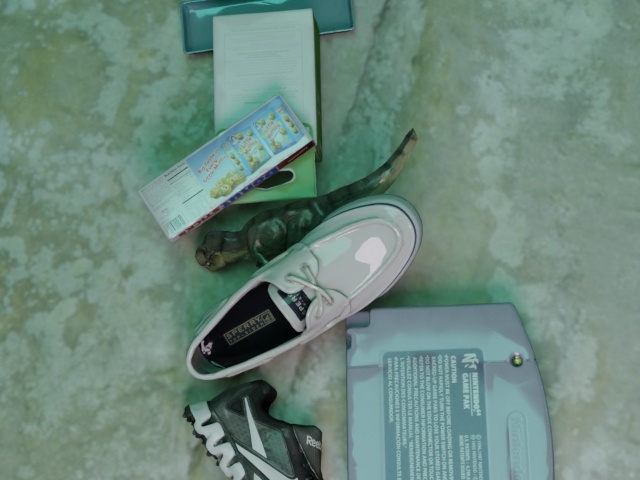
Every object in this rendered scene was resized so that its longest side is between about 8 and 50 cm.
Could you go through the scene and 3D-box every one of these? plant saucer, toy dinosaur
[{"bbox_3d":[-0.058,-0.246,1.541,0.192,0.018,0.067,-8,68,5],"label":"plant saucer"},{"bbox_3d":[0.000,0.000,1.395,0.268,0.064,0.118,-26,101,15],"label":"toy dinosaur"}]

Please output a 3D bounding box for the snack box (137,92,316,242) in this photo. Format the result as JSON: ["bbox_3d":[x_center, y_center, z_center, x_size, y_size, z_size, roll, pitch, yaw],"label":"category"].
[{"bbox_3d":[-0.096,-0.074,1.415,0.178,0.022,0.064,-35,74,0],"label":"snack box"}]

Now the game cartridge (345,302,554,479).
[{"bbox_3d":[0.123,0.205,1.326,0.196,0.060,0.294,-4,69,10],"label":"game cartridge"}]

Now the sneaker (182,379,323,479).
[{"bbox_3d":[-0.033,0.228,1.322,0.106,0.078,0.234,-33,67,-3],"label":"sneaker"}]

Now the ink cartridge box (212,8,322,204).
[{"bbox_3d":[-0.055,-0.134,1.468,0.109,0.062,0.209,-3,76,6],"label":"ink cartridge box"}]

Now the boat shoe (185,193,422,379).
[{"bbox_3d":[-0.020,0.050,1.333,0.267,0.088,0.096,-29,98,17],"label":"boat shoe"}]
